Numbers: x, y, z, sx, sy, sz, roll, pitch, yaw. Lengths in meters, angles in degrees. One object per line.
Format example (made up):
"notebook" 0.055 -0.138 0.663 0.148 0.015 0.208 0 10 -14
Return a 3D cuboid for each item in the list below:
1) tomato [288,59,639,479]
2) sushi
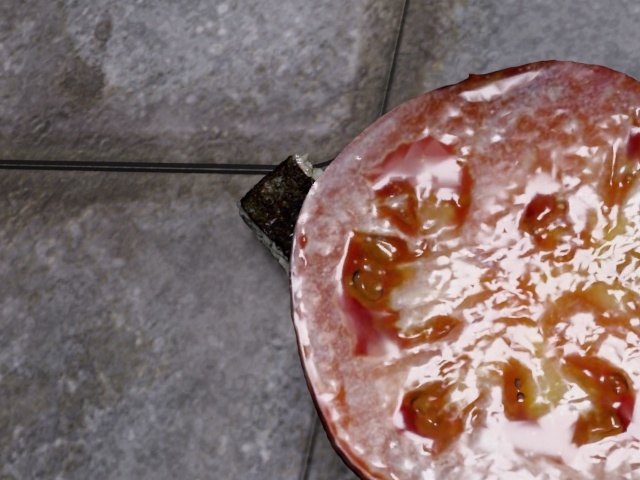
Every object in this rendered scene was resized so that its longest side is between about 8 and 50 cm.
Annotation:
"tomato" 0.142 0.050 1.077 0.338 0.144 0.338 -6 67 13
"sushi" 0.000 0.000 1.204 0.078 0.090 0.150 -37 55 -2
